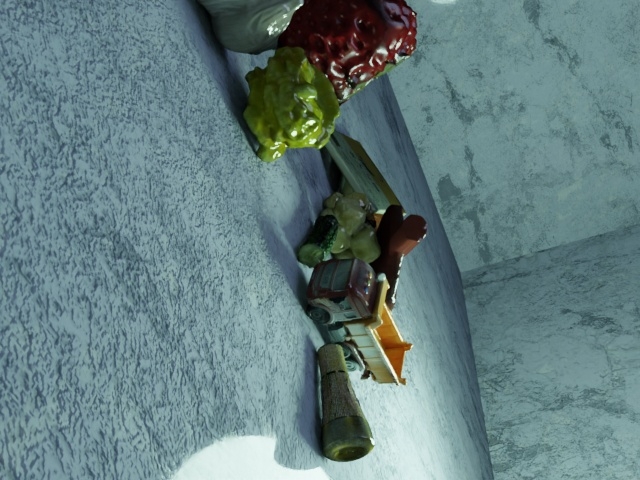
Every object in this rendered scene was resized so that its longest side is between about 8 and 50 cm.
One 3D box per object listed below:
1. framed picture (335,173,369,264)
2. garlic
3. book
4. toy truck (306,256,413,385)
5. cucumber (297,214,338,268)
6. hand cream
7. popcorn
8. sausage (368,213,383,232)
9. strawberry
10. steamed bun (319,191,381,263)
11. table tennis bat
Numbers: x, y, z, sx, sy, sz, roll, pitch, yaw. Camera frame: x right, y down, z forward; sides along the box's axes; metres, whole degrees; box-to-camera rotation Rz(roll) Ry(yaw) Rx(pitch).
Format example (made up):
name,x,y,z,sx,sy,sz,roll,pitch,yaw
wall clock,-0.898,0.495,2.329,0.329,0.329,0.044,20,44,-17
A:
name,x,y,z,sx,sy,sz,roll,pitch,yaw
framed picture,0.100,-0.034,1.772,0.232,0.019,0.296,-72,143,-63
garlic,-0.131,-0.436,1.130,0.143,0.178,0.229,11,77,-56
book,0.113,-0.178,1.808,0.269,0.032,0.389,58,16,9
toy truck,0.077,0.153,1.257,0.270,0.135,0.114,61,31,-36
cucumber,0.000,0.001,1.325,0.187,0.058,0.058,-61,132,-68
hand cream,0.029,0.260,1.135,0.084,0.084,0.203,55,17,-48
popcorn,-0.058,-0.240,1.200,0.197,0.156,0.197,35,50,-58
sausage,0.172,0.008,1.827,0.065,0.065,0.169,22,51,-70
strawberry,0.027,-0.506,1.562,0.295,0.317,0.345,-42,100,-40
steamed bun,0.079,-0.018,1.521,0.177,0.106,0.192,-53,126,-69
table tennis bat,0.153,0.036,1.495,0.414,0.051,0.268,113,-15,-70
